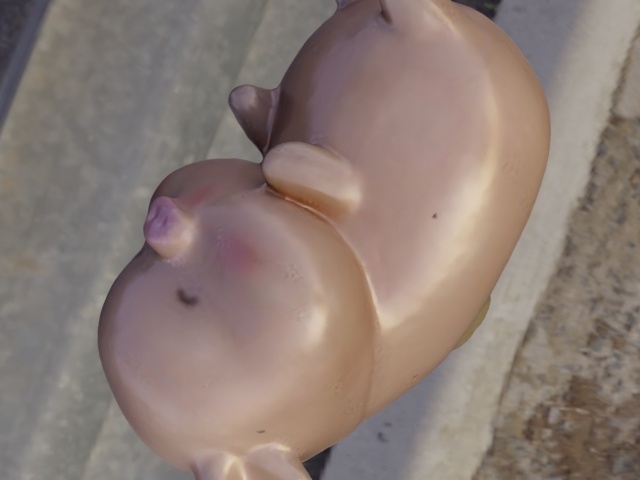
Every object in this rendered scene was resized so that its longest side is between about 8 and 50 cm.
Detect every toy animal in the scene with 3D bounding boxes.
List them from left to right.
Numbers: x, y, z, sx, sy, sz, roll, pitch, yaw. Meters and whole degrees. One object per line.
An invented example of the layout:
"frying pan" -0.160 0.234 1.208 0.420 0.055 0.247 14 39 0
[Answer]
"toy animal" 0.001 0.002 0.591 0.250 0.154 0.166 -49 19 1

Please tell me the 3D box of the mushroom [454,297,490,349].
"mushroom" 0.054 -0.038 0.845 0.103 0.118 0.270 -19 29 11
